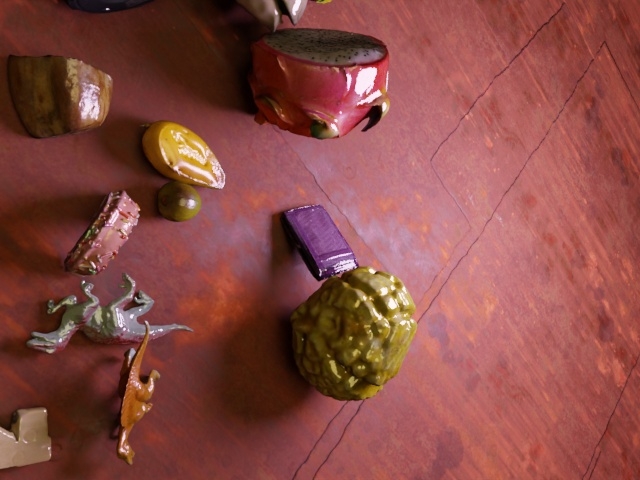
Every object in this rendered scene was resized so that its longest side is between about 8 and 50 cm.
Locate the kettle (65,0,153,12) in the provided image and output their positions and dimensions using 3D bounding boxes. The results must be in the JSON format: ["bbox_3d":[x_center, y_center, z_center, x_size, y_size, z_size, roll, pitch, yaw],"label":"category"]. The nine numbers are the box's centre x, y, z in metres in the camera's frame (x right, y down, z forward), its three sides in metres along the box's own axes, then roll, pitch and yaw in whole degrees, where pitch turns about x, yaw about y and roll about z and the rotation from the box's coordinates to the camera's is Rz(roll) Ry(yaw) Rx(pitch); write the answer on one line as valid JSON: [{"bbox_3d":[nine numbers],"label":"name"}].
[{"bbox_3d":[-0.392,-0.551,0.987,0.307,0.262,0.203,68,22,-7],"label":"kettle"}]

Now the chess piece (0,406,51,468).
[{"bbox_3d":[-0.501,0.300,0.879,0.200,0.090,0.090,6,82,-45],"label":"chess piece"}]

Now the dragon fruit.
[{"bbox_3d":[-0.004,-0.297,1.174,0.291,0.291,0.189,-19,127,-35],"label":"dragon fruit"}]

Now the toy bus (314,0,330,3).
[{"bbox_3d":[0.000,-0.651,1.281,0.150,0.128,0.261,9,80,-34],"label":"toy bus"}]

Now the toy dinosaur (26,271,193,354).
[{"bbox_3d":[-0.340,0.146,1.013,0.242,0.053,0.167,31,70,-29],"label":"toy dinosaur"}]

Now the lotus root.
[{"bbox_3d":[-0.415,-0.237,0.976,0.160,0.095,0.135,-6,93,-29],"label":"lotus root"}]

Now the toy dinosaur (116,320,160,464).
[{"bbox_3d":[-0.315,0.249,0.982,0.142,0.057,0.212,-82,174,-54],"label":"toy dinosaur"}]

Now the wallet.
[{"bbox_3d":[0.001,-0.001,1.237,0.111,0.030,0.165,-19,69,-34],"label":"wallet"}]

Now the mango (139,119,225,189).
[{"bbox_3d":[-0.251,-0.154,1.097,0.188,0.066,0.101,31,61,-34],"label":"mango"}]

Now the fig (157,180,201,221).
[{"bbox_3d":[-0.251,-0.069,1.087,0.088,0.074,0.073,5,82,-57],"label":"fig"}]

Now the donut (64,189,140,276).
[{"bbox_3d":[-0.351,-0.014,0.983,0.065,0.117,0.166,35,68,-23],"label":"donut"}]

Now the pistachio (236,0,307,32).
[{"bbox_3d":[-0.113,-0.550,1.137,0.208,0.226,0.331,-19,72,-1],"label":"pistachio"}]

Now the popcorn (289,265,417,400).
[{"bbox_3d":[0.071,0.186,1.189,0.258,0.224,0.270,-34,140,-28],"label":"popcorn"}]
